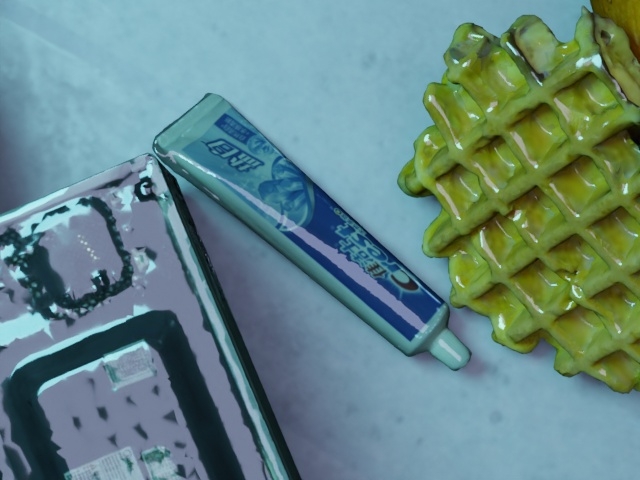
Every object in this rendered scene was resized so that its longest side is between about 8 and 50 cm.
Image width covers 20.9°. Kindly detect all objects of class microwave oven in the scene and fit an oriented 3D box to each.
[{"bbox_3d":[-0.126,0.117,1.123,0.181,0.237,0.295,-22,89,-1],"label":"microwave oven"}]

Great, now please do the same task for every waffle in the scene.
[{"bbox_3d":[0.184,-0.016,1.137,0.309,0.065,0.283,13,127,24],"label":"waffle"}]

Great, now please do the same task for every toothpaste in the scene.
[{"bbox_3d":[0.001,-0.001,1.225,0.268,0.047,0.069,40,81,5],"label":"toothpaste"}]

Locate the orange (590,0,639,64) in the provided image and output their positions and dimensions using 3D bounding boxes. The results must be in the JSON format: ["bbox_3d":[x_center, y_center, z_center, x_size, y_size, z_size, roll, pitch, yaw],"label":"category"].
[{"bbox_3d":[0.316,-0.186,1.135,0.284,0.226,0.283,10,115,22],"label":"orange"}]
